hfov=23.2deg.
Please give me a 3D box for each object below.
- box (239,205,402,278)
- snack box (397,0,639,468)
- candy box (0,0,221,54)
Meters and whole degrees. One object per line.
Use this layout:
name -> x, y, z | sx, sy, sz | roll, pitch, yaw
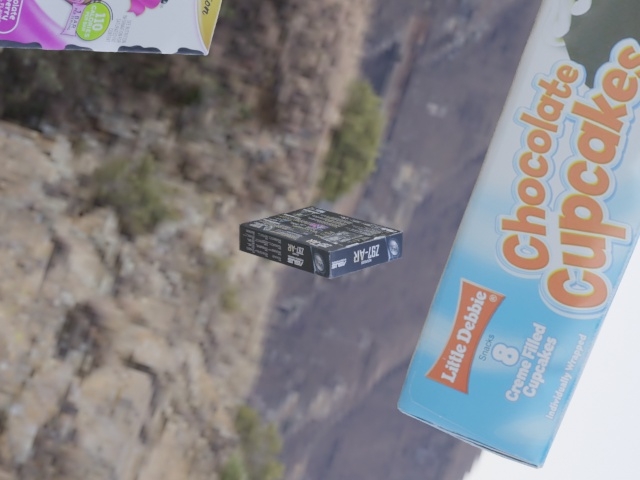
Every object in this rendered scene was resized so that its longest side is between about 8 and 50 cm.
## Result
box -> 0.000, 0.000, 0.987 | 0.067, 0.083, 0.018 | -16, 113, -44
snack box -> 0.118, -0.100, 0.545 | 0.187, 0.060, 0.322 | -51, 161, -66
candy box -> -0.177, -0.221, 1.128 | 0.071, 0.233, 0.159 | 47, -50, 44
